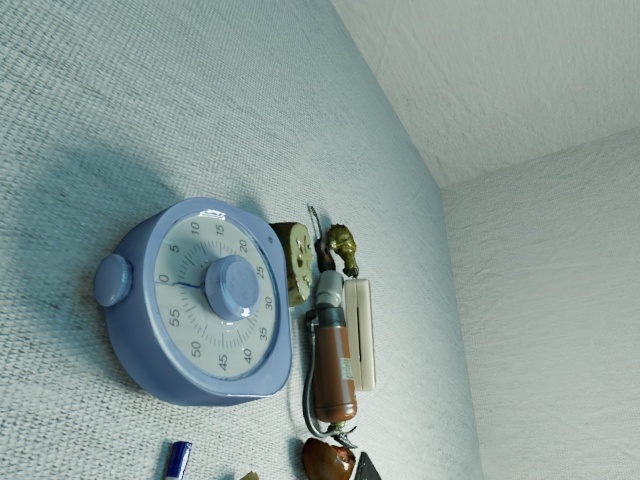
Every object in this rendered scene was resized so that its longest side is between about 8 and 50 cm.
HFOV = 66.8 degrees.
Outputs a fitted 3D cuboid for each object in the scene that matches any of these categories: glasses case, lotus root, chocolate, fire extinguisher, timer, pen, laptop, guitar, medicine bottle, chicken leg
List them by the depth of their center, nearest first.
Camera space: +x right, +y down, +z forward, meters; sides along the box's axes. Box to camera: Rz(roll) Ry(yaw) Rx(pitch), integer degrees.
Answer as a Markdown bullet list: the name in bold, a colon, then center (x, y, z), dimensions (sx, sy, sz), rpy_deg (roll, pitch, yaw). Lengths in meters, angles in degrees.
- **pen**: center (-0.255, 0.460, 0.775), dimensions (0.033, 0.033, 0.269), rpy_deg (50, 34, -40)
- **timer**: center (-0.209, 0.102, 0.876), dimensions (0.395, 0.173, 0.395), rpy_deg (32, 48, -44)
- **chocolate**: center (0.012, 0.535, 1.185), dimensions (0.133, 0.124, 0.127), rpy_deg (35, 38, -7)
- **lotus root**: center (-0.099, 0.049, 1.237), dimensions (0.138, 0.119, 0.235), rpy_deg (48, 36, -53)
- **fire extinguisher**: center (0.007, 0.371, 1.302), dimensions (0.200, 0.113, 0.376), rpy_deg (4, 68, -32)
- **laptop**: center (0.158, 0.757, 1.447), dimensions (0.207, 0.026, 0.154), rpy_deg (65, 27, -18)
- **medicine bottle**: center (0.026, 0.161, 1.471), dimensions (0.080, 0.080, 0.130), rpy_deg (56, 31, -33)
- **glasses case**: center (0.125, 0.288, 1.510), dimensions (0.144, 0.076, 0.336), rpy_deg (32, 55, -79)
- **guitar**: center (0.000, 0.000, 1.580), dimensions (0.088, 0.025, 0.233), rpy_deg (-8, 82, -65)
- **chicken leg**: center (0.077, 0.028, 1.615), dimensions (0.103, 0.088, 0.228), rpy_deg (71, 5, -47)

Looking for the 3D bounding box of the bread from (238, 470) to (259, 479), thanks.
- **bread**: center (-0.153, 0.534, 0.896), dimensions (0.119, 0.067, 0.192), rpy_deg (45, 38, -59)
